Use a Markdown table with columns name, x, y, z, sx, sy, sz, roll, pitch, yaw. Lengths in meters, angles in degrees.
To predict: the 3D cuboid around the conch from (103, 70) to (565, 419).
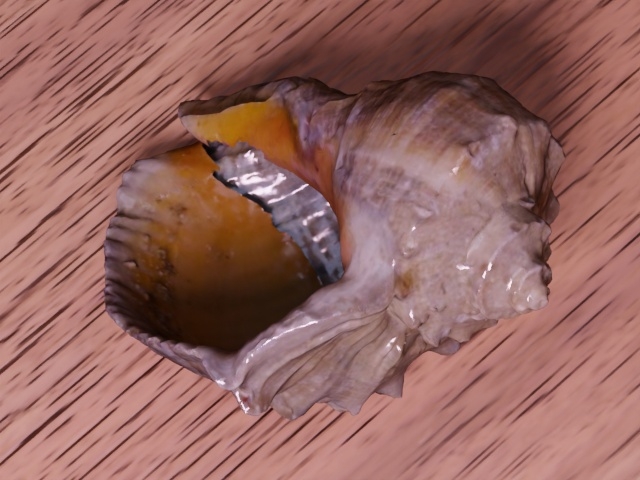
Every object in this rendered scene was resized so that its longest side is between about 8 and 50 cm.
| name | x | y | z | sx | sy | sz | roll | pitch | yaw |
| --- | --- | --- | --- | --- | --- | --- | --- | --- | --- |
| conch | 0.008 | 0.014 | 1.168 | 0.297 | 0.210 | 0.352 | -41 | 28 | -24 |
